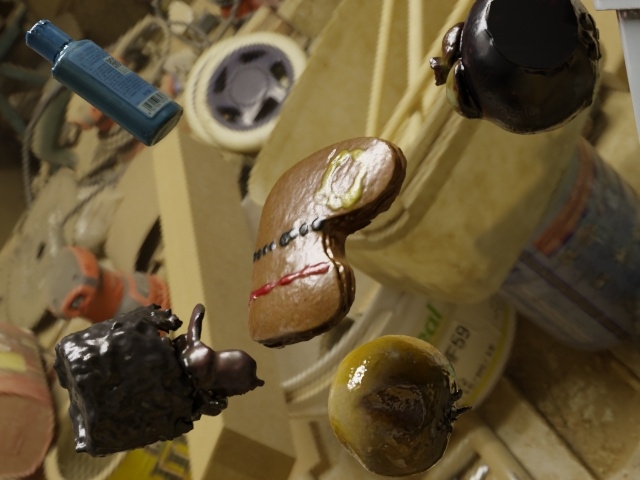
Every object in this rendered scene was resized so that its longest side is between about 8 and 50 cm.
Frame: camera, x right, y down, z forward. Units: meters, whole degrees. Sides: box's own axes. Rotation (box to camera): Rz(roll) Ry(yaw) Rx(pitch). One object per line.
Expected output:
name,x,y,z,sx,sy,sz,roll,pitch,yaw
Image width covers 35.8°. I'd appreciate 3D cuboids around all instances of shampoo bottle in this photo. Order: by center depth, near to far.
shampoo bottle,-0.342,-0.251,1.548,0.061,0.258,0.104,-53,0,38

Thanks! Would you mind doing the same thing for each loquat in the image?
loquat,0.112,0.243,1.468,0.213,0.213,0.213,-29,44,33

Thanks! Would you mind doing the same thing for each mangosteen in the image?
mangosteen,0.323,-0.305,1.656,0.287,0.233,0.288,-2,76,7

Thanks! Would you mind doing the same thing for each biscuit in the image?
biscuit,-0.001,-0.001,1.319,0.262,0.052,0.277,-15,60,47

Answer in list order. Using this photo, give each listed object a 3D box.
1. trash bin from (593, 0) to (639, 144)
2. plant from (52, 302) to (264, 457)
trash bin,0.434,-0.113,0.890,0.256,0.295,0.368,-142,42,-72
plant,-0.224,0.175,1.294,0.204,0.233,0.178,-24,85,68
